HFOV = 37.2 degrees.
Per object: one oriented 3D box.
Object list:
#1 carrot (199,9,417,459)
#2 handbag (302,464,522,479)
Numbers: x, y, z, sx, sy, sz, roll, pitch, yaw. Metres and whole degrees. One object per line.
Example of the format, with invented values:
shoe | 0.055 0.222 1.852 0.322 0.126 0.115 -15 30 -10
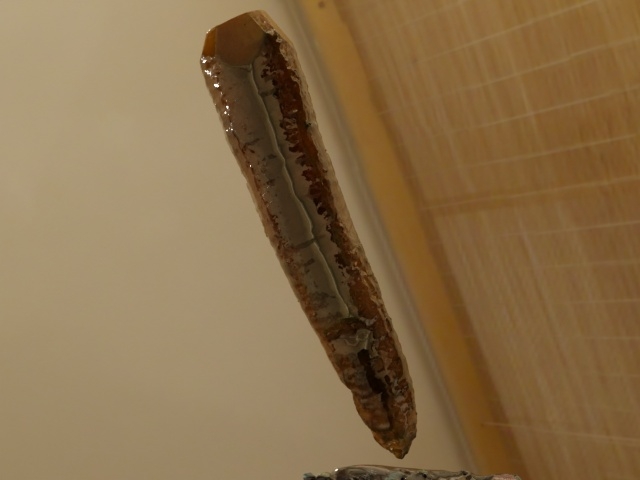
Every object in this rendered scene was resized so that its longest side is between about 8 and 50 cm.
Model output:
carrot | 0.000 0.000 0.640 0.066 0.066 0.314 -25 -86 -35
handbag | 0.104 0.300 0.933 0.260 0.113 0.162 5 -139 -9
